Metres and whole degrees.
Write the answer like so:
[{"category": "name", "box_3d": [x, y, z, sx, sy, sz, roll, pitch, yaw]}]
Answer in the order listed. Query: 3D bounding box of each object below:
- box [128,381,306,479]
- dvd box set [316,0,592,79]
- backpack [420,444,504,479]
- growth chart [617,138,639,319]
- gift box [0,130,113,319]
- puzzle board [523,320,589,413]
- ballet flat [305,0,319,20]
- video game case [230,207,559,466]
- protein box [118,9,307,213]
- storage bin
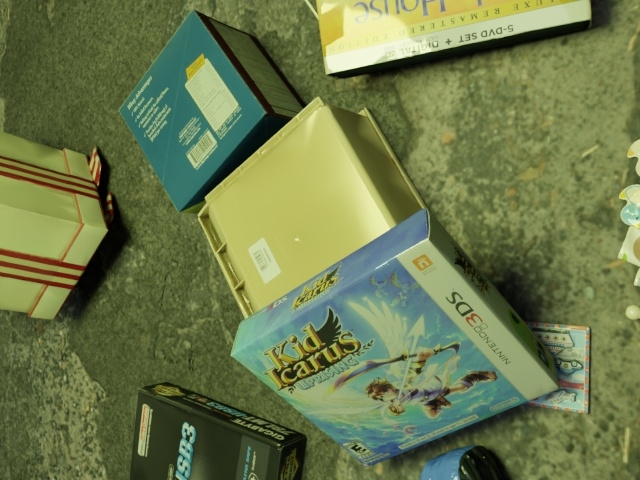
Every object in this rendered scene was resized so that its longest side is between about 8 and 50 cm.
[{"category": "box", "box_3d": [-0.176, 0.401, 0.939, 0.293, 0.073, 0.295, 11, 95, 31]}, {"category": "dvd box set", "box_3d": [0.125, -0.423, 0.691, 0.308, 0.062, 0.420, -5, 96, 22]}, {"category": "backpack", "box_3d": [0.164, 0.306, 0.706, 0.101, 0.098, 0.120, -25, 77, 34]}, {"category": "growth chart", "box_3d": [0.389, -0.014, 0.610, 0.172, 0.021, 0.237, 9, 94, 33]}, {"category": "gift box", "box_3d": [-0.521, -0.049, 1.058, 0.255, 0.258, 0.276, -47, 47, 25]}, {"category": "puzzle board", "box_3d": [0.243, 0.143, 0.707, 0.128, 0.011, 0.096, 1, 90, 32]}, {"category": "ballet flat", "box_3d": [0.007, -0.358, 0.818, 0.079, 0.077, 0.221, -16, 84, 12]}, {"category": "video game case", "box_3d": [0.080, 0.127, 0.679, 0.269, 0.061, 0.244, -33, 113, 26]}, {"category": "protein box", "box_3d": [-0.149, -0.176, 0.883, 0.200, 0.136, 0.201, -44, 68, 25]}, {"category": "storage bin", "box_3d": [0.000, 0.000, 0.798, 0.260, 0.123, 0.262, -37, 72, 27]}]
